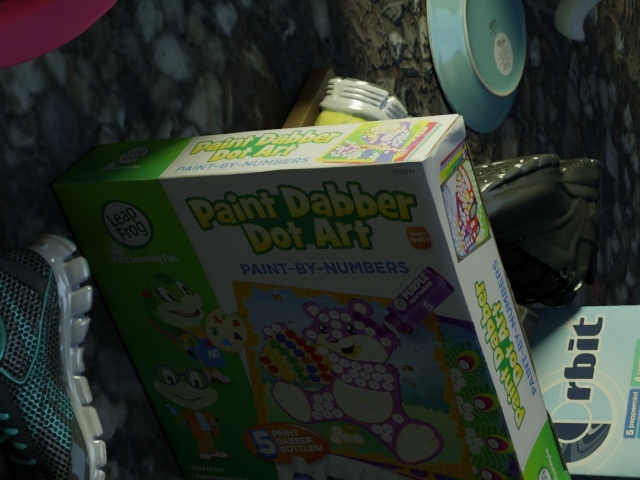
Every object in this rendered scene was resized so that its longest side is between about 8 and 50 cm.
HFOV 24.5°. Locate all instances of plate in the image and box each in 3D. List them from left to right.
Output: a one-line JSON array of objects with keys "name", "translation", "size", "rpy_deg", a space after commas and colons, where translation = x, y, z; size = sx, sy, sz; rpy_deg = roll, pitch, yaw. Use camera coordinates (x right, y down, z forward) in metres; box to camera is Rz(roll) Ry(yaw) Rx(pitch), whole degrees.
[{"name": "plate", "translation": [0.148, -0.190, 1.315], "size": [0.188, 0.024, 0.188], "rpy_deg": [10, 78, -57]}]

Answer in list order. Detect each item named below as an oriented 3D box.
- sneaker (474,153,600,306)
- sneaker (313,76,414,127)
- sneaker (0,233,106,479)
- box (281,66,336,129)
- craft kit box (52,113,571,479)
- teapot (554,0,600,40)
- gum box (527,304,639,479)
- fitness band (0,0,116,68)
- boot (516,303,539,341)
[{"name": "sneaker", "translation": [0.178, -0.006, 1.260], "size": [0.286, 0.109, 0.130], "rpy_deg": [-3, 83, -56]}, {"name": "sneaker", "translation": [0.044, -0.023, 1.062], "size": [0.208, 0.081, 0.094], "rpy_deg": [47, 61, -42]}, {"name": "sneaker", "translation": [-0.162, 0.082, 0.785], "size": [0.076, 0.065, 0.166], "rpy_deg": [-6, 90, -41]}, {"name": "box", "translation": [0.000, 0.000, 1.069], "size": [0.164, 0.021, 0.201], "rpy_deg": [59, 42, -37]}, {"name": "craft kit box", "translation": [-0.004, 0.054, 0.847], "size": [0.061, 0.250, 0.246], "rpy_deg": [-46, 125, -47]}, {"name": "teapot", "translation": [0.208, -0.342, 1.286], "size": [0.256, 0.187, 0.252], "rpy_deg": [63, 7, 16]}, {"name": "gum box", "translation": [0.225, 0.133, 1.260], "size": [0.041, 0.184, 0.157], "rpy_deg": [44, 51, -47]}, {"name": "fitness band", "translation": [-0.151, -0.210, 0.658], "size": [0.209, 0.054, 0.291], "rpy_deg": [6, 120, -33]}, {"name": "boot", "translation": [0.058, 0.133, 1.044], "size": [0.263, 0.091, 0.229], "rpy_deg": [23, 91, -55]}]
